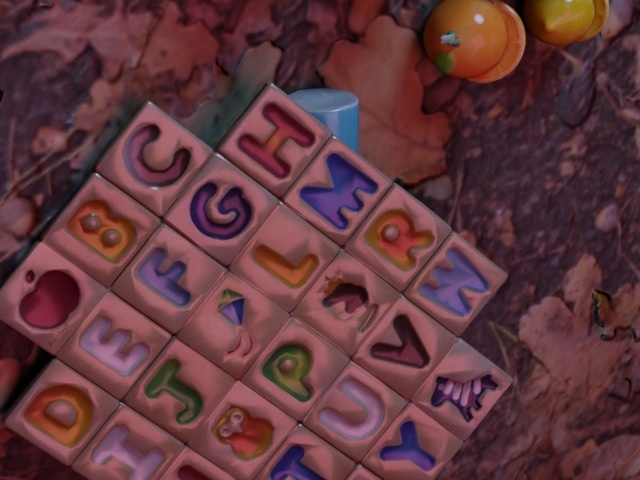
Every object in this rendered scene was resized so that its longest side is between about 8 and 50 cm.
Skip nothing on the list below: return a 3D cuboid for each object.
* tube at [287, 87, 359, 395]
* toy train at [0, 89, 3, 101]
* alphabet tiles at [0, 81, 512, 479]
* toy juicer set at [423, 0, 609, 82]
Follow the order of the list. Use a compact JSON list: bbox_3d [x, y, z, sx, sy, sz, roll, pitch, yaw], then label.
[{"bbox_3d":[0.000,0.000,1.227,0.052,0.080,0.207,-10,114,-22],"label":"tube"},{"bbox_3d":[-0.243,-0.115,1.016,0.158,0.027,0.036,34,87,-42],"label":"toy train"},{"bbox_3d":[-0.039,0.071,1.196,0.342,0.011,0.285,37,94,-24],"label":"alphabet tiles"},{"bbox_3d":[0.187,-0.236,1.233,0.329,0.089,0.209,-41,130,-14],"label":"toy juicer set"}]
